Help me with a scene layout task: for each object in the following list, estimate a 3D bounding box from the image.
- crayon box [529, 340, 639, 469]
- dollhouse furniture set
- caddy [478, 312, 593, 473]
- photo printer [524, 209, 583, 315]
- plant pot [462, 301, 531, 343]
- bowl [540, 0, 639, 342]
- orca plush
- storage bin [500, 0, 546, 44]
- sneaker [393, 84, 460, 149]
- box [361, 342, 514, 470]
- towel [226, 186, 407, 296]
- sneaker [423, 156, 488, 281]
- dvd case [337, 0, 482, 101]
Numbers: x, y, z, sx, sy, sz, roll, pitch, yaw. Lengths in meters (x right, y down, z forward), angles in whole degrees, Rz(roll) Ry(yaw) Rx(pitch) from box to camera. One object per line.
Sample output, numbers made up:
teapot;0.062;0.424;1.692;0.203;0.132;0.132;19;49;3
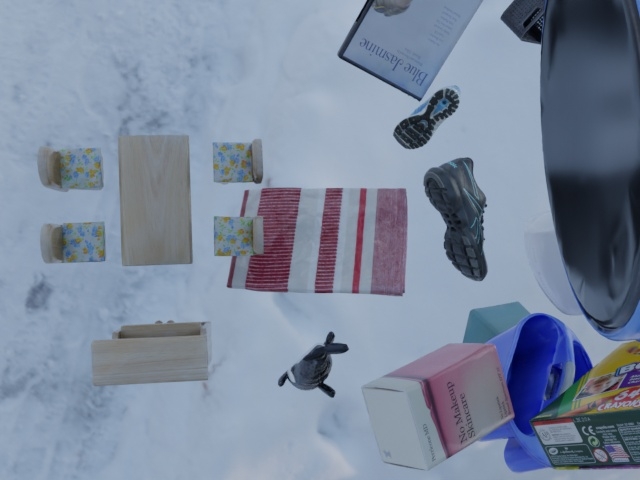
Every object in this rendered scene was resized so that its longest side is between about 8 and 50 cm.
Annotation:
crayon box;0.576;0.241;1.231;0.313;0.363;0.106;-26;90;-37
dollhouse furniture set;-0.271;0.019;1.259;0.362;0.256;0.394;-2;89;-5
caddy;0.446;0.309;1.566;0.241;0.179;0.341;40;48;-10
photo printer;0.598;0.031;1.622;0.256;0.308;0.107;61;36;-23
plant pot;0.504;0.298;1.981;0.165;0.234;0.165;-6;120;-25
bowl;0.266;-0.096;0.674;0.391;0.077;0.391;-5;90;-85
orca plush;0.010;0.258;1.524;0.102;0.287;0.151;47;61;4
storage bin;0.557;-0.580;1.965;0.180;0.084;0.122;-12;150;-53
sneaker;0.205;-0.230;1.432;0.063;0.162;0.073;49;36;-6
box;0.212;0.290;1.369;0.232;0.127;0.148;-19;95;-35
towel;0.000;0.000;1.458;0.037;0.329;0.237;80;14;-54
sneaker;0.300;-0.041;1.545;0.106;0.101;0.267;-32;115;-24
dvd case;0.166;-0.390;1.332;0.180;0.022;0.253;23;112;-21
